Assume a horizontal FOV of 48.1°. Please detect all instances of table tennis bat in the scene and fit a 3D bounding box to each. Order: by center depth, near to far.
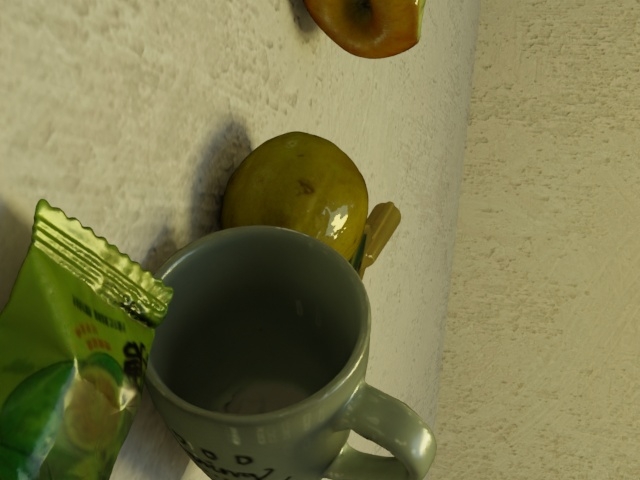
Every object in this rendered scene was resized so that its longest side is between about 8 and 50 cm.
[{"bbox_3d":[0.049,0.039,1.083,0.321,0.050,0.198,-53,158,-46],"label":"table tennis bat"}]

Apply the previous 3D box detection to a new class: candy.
[{"bbox_3d":[-0.169,0.115,0.450,0.149,0.069,0.246,51,53,-60],"label":"candy"}]

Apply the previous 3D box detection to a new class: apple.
[{"bbox_3d":[0.061,-0.316,0.856,0.195,0.160,0.173,87,26,-52],"label":"apple"}]

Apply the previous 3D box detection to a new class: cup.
[{"bbox_3d":[-0.021,0.146,0.628,0.186,0.258,0.234,-47,151,-31],"label":"cup"}]

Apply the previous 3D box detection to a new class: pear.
[{"bbox_3d":[-0.025,-0.027,0.722,0.149,0.148,0.162,72,34,-52],"label":"pear"}]
